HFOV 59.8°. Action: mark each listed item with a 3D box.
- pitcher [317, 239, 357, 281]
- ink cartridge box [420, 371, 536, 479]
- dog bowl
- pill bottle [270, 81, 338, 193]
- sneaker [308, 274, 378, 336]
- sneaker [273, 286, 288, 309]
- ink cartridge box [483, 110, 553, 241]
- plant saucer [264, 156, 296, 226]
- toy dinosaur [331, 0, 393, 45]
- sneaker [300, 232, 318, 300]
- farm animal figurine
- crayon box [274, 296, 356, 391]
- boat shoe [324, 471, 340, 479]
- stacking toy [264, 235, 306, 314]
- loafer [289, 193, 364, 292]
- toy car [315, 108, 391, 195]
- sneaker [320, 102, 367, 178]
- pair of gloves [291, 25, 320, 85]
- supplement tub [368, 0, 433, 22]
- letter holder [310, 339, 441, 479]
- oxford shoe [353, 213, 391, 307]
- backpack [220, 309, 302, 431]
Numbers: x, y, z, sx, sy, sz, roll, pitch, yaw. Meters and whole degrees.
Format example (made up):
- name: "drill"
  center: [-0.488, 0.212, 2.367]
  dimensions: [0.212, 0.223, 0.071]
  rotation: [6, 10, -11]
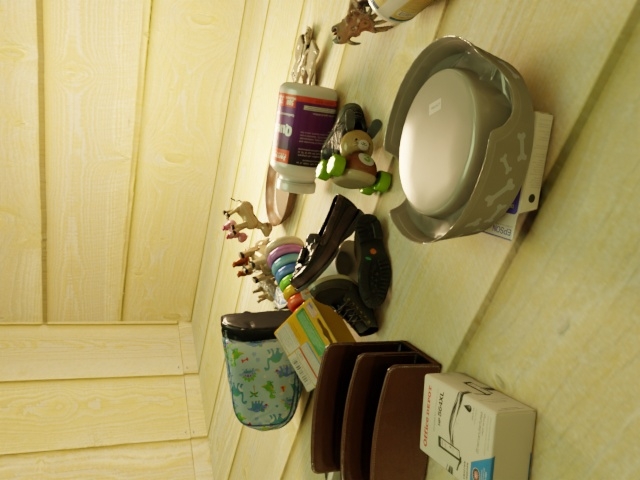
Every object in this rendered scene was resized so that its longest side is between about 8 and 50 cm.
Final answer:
- name: "pitcher"
  center: [0.027, 0.096, 1.533]
  dimensions: [0.207, 0.125, 0.178]
  rotation: [-11, 73, 57]
- name: "ink cartridge box"
  center: [0.261, 0.328, 0.956]
  dimensions: [0.203, 0.085, 0.149]
  rotation: [-169, 83, -68]
- name: "dog bowl"
  center: [0.227, -0.165, 0.964]
  dimensions: [0.348, 0.102, 0.349]
  rotation: [-175, 90, -70]
- name: "pill bottle"
  center: [-0.055, -0.313, 1.709]
  dimensions: [0.181, 0.181, 0.323]
  rotation: [-141, 57, -64]
- name: "sneaker"
  center: [0.066, 0.158, 1.332]
  dimensions: [0.083, 0.222, 0.118]
  rotation: [-37, 55, 28]
- name: "sneaker"
  center: [-0.124, 0.201, 1.952]
  dimensions: [0.211, 0.080, 0.081]
  rotation: [168, 101, -66]
- name: "ink cartridge box"
  center: [0.300, -0.117, 0.967]
  dimensions: [0.206, 0.045, 0.209]
  rotation: [-148, 65, -66]
- name: "plant saucer"
  center: [-0.146, -0.206, 2.105]
  dimensions: [0.310, 0.050, 0.311]
  rotation: [-178, 90, -69]
- name: "toy dinosaur"
  center: [0.145, -0.614, 1.339]
  dimensions: [0.295, 0.127, 0.201]
  rotation: [-39, 58, 47]
- name: "sneaker"
  center: [-0.019, 0.080, 1.715]
  dimensions: [0.083, 0.084, 0.215]
  rotation: [-165, 87, -71]
- name: "farm animal figurine"
  center: [-0.234, 0.030, 2.130]
  dimensions: [0.327, 0.172, 0.331]
  rotation: [48, 151, 39]
- name: "crayon box"
  center: [-0.002, 0.279, 1.532]
  dimensions: [0.203, 0.083, 0.323]
  rotation: [58, 149, 12]
- name: "boat shoe"
  center: [0.048, 0.605, 1.484]
  dimensions: [0.070, 0.077, 0.220]
  rotation: [144, 133, -62]
- name: "stacking toy"
  center: [-0.083, 0.150, 1.803]
  dimensions: [0.141, 0.141, 0.331]
  rotation: [118, 143, -46]
- name: "loafer"
  center: [0.000, 0.000, 1.398]
  dimensions: [0.109, 0.095, 0.303]
  rotation: [-26, 20, 52]
- name: "toy car"
  center: [0.095, -0.226, 1.384]
  dimensions: [0.149, 0.154, 0.189]
  rotation: [-5, 70, 68]
- name: "sneaker"
  center: [0.065, -0.248, 1.524]
  dimensions: [0.130, 0.087, 0.228]
  rotation: [-103, 31, -49]
- name: "pair of gloves"
  center: [-0.046, -0.607, 1.915]
  dimensions: [0.240, 0.042, 0.204]
  rotation: [-110, 27, -48]
- name: "supplement tub"
  center: [0.196, -0.557, 1.155]
  dimensions: [0.199, 0.144, 0.145]
  rotation: [173, 99, -68]
- name: "letter holder"
  center: [0.105, 0.379, 1.169]
  dimensions: [0.152, 0.214, 0.302]
  rotation: [-155, 69, -67]
- name: "oxford shoe"
  center: [0.124, 0.057, 1.370]
  dimensions: [0.096, 0.082, 0.228]
  rotation: [109, 160, -73]
- name: "backpack"
  center: [-0.182, 0.432, 1.810]
  dimensions: [0.273, 0.289, 0.356]
  rotation: [-111, 23, -72]
